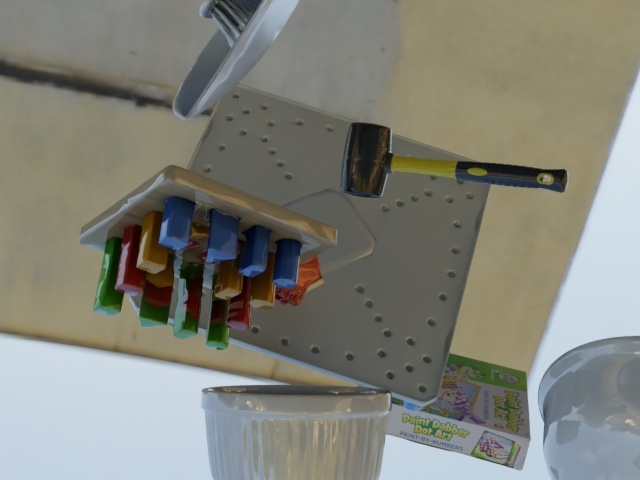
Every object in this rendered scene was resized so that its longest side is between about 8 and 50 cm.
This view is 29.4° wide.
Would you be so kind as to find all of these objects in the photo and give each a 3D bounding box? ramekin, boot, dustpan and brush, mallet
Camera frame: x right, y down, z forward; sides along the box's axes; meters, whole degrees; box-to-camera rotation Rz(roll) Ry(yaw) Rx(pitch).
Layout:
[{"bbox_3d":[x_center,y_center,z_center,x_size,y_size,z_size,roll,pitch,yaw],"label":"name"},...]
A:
[{"bbox_3d":[-0.027,0.214,1.317,0.207,0.109,0.207,1,176,0],"label":"ramekin"},{"bbox_3d":[-0.054,0.042,1.412,0.059,0.084,0.158,-19,-178,44],"label":"boot"},{"bbox_3d":[-0.055,-0.173,0.907,0.060,0.147,0.211,36,-163,2],"label":"dustpan and brush"},{"bbox_3d":[0.104,-0.067,0.978,0.190,0.062,0.039,0,178,26],"label":"mallet"}]

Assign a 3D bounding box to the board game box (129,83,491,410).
[{"bbox_3d":[0.000,0.000,1.586,0.390,0.050,0.390,18,-125,1],"label":"board game box"}]

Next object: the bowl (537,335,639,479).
[{"bbox_3d":[0.343,0.235,1.195,0.298,0.298,0.134,18,-126,9],"label":"bowl"}]

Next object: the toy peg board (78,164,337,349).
[{"bbox_3d":[-0.098,0.025,1.007,0.161,0.161,0.079,21,-119,-30],"label":"toy peg board"}]

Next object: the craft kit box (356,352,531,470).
[{"bbox_3d":[0.174,0.226,1.753,0.247,0.061,0.250,16,-163,3],"label":"craft kit box"}]
